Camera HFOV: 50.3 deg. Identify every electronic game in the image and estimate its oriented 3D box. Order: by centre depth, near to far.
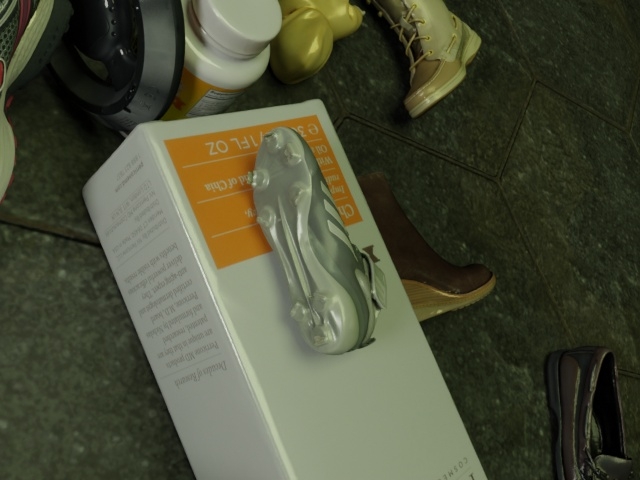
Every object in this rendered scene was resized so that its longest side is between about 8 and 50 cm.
[{"bbox_3d":[-0.208,-0.215,0.639,0.048,0.229,0.229,-30,91,-44],"label":"electronic game"}]

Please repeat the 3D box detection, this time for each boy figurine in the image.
[{"bbox_3d":[-0.010,-0.337,0.950,0.177,0.092,0.285,19,60,-32],"label":"boy figurine"}]

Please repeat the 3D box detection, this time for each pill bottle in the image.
[{"bbox_3d":[-0.131,-0.183,0.697,0.117,0.215,0.117,17,60,-33],"label":"pill bottle"}]

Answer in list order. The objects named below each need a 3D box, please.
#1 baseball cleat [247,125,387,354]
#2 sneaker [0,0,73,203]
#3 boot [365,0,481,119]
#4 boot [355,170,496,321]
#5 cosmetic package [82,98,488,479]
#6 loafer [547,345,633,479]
[{"bbox_3d":[0.000,0.000,0.615,0.109,0.072,0.206,0,75,-53],"label":"baseball cleat"},{"bbox_3d":[-0.307,-0.123,0.542,0.120,0.112,0.299,14,81,7],"label":"sneaker"},{"bbox_3d":[0.143,-0.323,1.064,0.203,0.095,0.262,46,47,-14],"label":"boot"},{"bbox_3d":[0.121,0.002,0.903,0.248,0.090,0.207,-15,83,-38],"label":"boot"},{"bbox_3d":[-0.033,0.103,0.687,0.230,0.161,0.453,-20,85,-42],"label":"cosmetic package"},{"bbox_3d":[0.407,0.302,0.998,0.109,0.095,0.303,12,63,-35],"label":"loafer"}]
